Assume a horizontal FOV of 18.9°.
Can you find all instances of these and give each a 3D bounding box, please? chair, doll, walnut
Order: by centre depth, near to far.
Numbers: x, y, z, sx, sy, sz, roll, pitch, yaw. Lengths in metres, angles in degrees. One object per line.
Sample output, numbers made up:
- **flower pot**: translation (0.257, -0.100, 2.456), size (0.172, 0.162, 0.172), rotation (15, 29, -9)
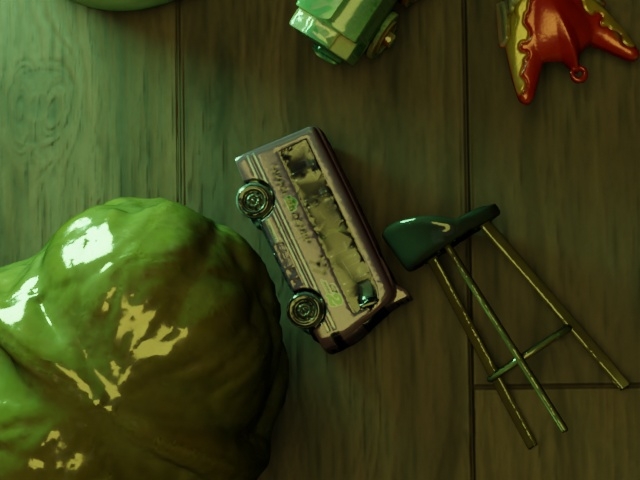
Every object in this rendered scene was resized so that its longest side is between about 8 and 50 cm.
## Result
- **walnut**: translation (-0.155, 0.106, 1.523), size (0.282, 0.277, 0.253), rotation (-30, 94, 3)
- **chair**: translation (0.151, 0.056, 1.566), size (0.095, 0.104, 0.221), rotation (-35, 85, -19)
- **doll**: translation (0.180, -0.202, 1.590), size (0.109, 0.057, 0.169), rotation (-23, 69, -8)

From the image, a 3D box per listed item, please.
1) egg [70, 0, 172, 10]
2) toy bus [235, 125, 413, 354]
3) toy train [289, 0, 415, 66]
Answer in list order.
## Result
- **egg**: translation (-0.165, -0.311, 1.605), size (0.271, 0.162, 0.206), rotation (-35, 80, 8)
- **toy bus**: translation (0.000, 0.000, 1.595), size (0.098, 0.087, 0.178), rotation (-25, 81, 2)
- **toy train**: translation (0.053, -0.232, 1.579), size (0.081, 0.125, 0.194), rotation (33, 94, 7)
